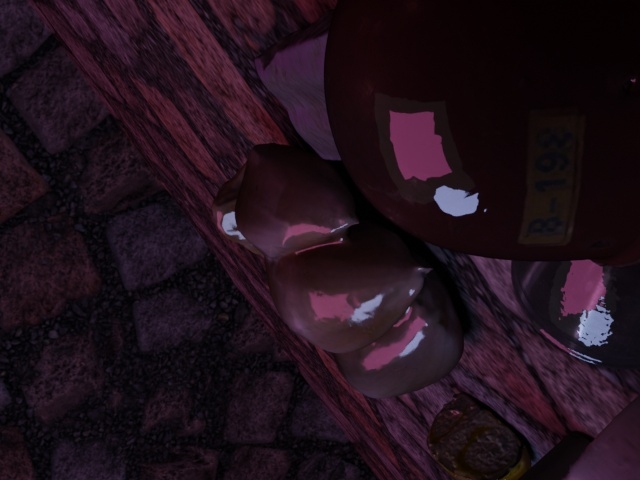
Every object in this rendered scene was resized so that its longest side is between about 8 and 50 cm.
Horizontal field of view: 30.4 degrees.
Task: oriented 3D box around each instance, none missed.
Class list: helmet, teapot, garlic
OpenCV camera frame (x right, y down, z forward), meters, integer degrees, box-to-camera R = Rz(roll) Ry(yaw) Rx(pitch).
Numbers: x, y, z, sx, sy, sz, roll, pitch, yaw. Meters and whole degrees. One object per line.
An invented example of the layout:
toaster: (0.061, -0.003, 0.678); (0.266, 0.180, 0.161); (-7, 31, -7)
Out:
helmet: (0.056, -0.065, 0.421); (0.175, 0.106, 0.155); (100, 155, -50)
teapot: (0.125, -0.014, 0.517); (0.124, 0.092, 0.090); (41, 151, 21)
garlic: (0.020, 0.035, 1.112); (0.279, 0.132, 0.325); (47, 180, -31)

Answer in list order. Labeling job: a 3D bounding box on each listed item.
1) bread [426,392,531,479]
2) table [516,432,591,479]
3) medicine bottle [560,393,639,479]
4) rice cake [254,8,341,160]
bread: (0.176, 0.232, 1.291); (0.094, 0.083, 0.157); (43, 177, -40)
table: (0.176, 0.281, 0.998); (0.126, 0.220, 0.126); (49, 172, 9)
medicine bottle: (0.234, 0.180, 0.539); (0.254, 0.152, 0.152); (48, 170, 29)
rice cake: (0.025, -0.100, 0.773); (0.106, 0.050, 0.298); (54, 171, -13)
